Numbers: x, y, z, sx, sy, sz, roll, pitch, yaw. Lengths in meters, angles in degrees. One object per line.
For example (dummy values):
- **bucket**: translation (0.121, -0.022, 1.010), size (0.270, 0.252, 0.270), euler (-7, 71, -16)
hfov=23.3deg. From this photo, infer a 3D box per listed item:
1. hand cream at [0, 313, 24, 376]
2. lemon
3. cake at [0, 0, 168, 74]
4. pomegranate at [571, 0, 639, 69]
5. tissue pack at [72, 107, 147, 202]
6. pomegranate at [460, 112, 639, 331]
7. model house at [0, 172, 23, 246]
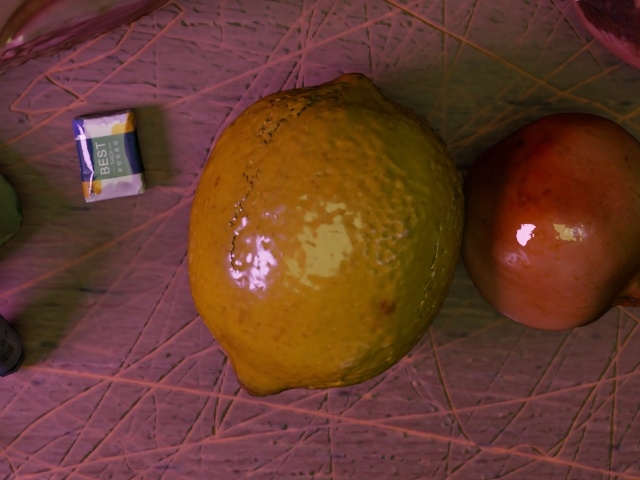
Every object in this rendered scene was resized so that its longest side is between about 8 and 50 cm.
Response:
- **hand cream**: translation (-0.332, 0.075, 1.440), size (0.088, 0.256, 0.055), euler (-33, 70, -3)
- **lemon**: translation (0.000, 0.000, 1.432), size (0.258, 0.258, 0.310), euler (19, 87, -6)
- **cake**: translation (-0.296, -0.293, 1.325), size (0.293, 0.307, 0.314), euler (-25, 97, -27)
- **pomegranate**: translation (0.368, -0.291, 1.392), size (0.322, 0.322, 0.322), euler (0, 100, -2)
- **tissue pack**: translation (-0.205, -0.083, 1.517), size (0.062, 0.042, 0.083), euler (-8, 101, -4)
- **pomegranate**: translation (0.231, -0.023, 1.469), size (0.209, 0.209, 0.209), euler (0, 100, -2)
- **model house**: translation (-0.433, -0.023, 1.474), size (0.214, 0.195, 0.189), euler (50, 119, 5)
